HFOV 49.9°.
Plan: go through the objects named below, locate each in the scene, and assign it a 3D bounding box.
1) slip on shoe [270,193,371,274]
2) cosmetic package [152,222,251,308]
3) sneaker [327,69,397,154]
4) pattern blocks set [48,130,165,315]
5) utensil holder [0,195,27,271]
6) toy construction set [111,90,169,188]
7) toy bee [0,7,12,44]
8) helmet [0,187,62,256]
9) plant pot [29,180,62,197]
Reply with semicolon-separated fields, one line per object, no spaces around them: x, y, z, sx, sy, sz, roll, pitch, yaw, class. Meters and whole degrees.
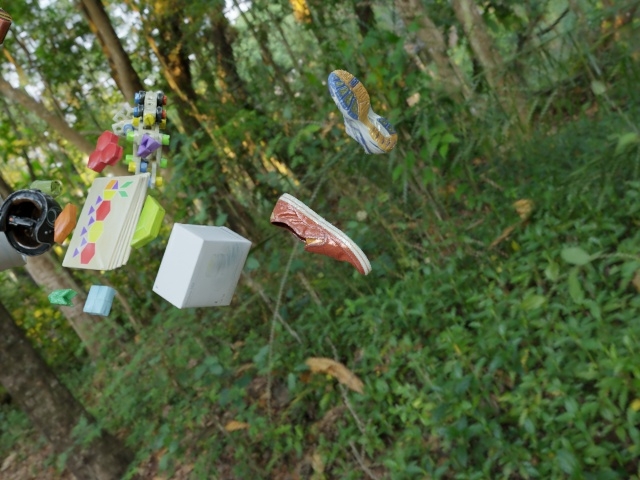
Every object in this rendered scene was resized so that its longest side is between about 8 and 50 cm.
0.000;0.000;1.916;0.101;0.331;0.123;-53;-8;-9;slip on shoe
-0.360;0.078;2.113;0.225;0.138;0.224;4;-70;-55;cosmetic package
0.102;-0.378;2.104;0.112;0.296;0.131;-45;16;-28;sneaker
-0.361;-0.034;1.170;0.285;0.026;0.324;12;76;42;pattern blocks set
-1.202;0.001;2.224;0.385;0.327;0.327;-24;4;-19;utensil holder
-0.527;-0.323;2.071;0.151;0.215;0.327;-6;37;-25;toy construction set
-0.737;-0.500;1.352;0.195;0.298;0.162;-36;20;10;toy bee
-0.773;-0.047;1.855;0.169;0.169;0.161;-34;-15;-14;helmet
-0.891;-0.164;2.255;0.079;0.083;0.083;-11;17;29;plant pot
